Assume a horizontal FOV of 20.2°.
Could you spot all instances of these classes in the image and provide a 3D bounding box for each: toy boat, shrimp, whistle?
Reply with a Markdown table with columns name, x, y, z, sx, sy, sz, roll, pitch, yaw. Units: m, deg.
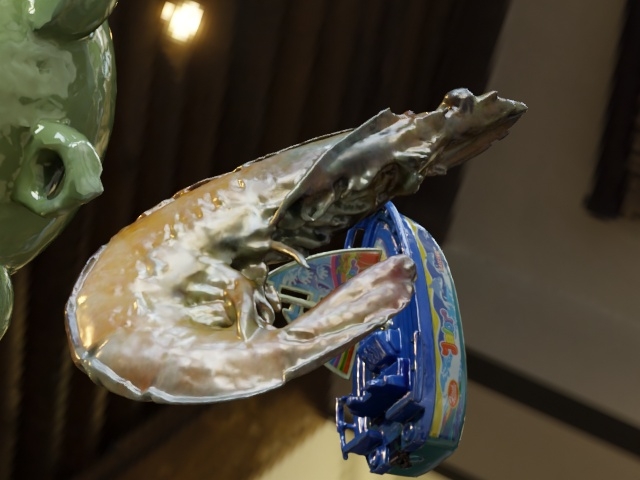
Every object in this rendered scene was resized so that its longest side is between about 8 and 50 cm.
| name | x | y | z | sx | sy | sz | roll | pitch | yaw |
| --- | --- | --- | --- | --- | --- | --- | --- | --- | --- |
| toy boat | 0.019 | 0.037 | 0.980 | 0.091 | 0.110 | 0.175 | -45 | 37 | 48 |
| shrimp | 0.000 | 0.002 | 0.837 | 0.251 | 0.143 | 0.052 | -32 | -46 | -10 |
| whistle | -0.159 | -0.066 | 0.526 | 0.106 | 0.288 | 0.131 | 5 | -71 | -53 |
